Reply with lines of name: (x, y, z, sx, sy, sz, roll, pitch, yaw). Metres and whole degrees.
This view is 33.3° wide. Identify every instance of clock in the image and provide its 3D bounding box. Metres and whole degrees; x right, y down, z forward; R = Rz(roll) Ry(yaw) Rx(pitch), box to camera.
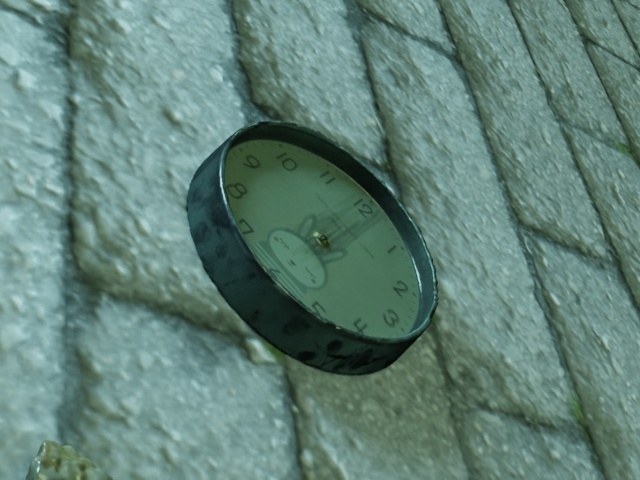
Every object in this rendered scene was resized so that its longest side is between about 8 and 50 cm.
clock: (0.000, 0.000, 0.818, 0.215, 0.042, 0.215, 28, 38, -24)

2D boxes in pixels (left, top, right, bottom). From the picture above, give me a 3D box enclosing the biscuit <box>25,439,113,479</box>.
biscuit: (-0.108, 0.215, 0.492, 0.133, 0.032, 0.250, 34, 35, -20)
